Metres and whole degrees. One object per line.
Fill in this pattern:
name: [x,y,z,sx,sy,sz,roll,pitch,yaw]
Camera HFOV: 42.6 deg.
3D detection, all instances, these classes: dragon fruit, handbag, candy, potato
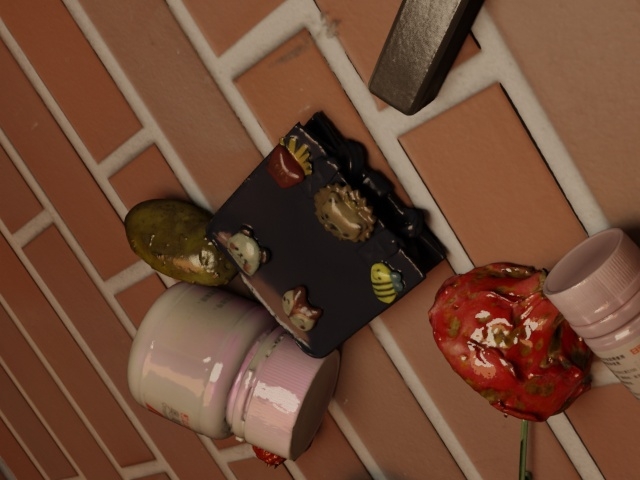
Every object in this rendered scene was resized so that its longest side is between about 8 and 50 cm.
dragon fruit: [0.281,0.123,1.149,0.262,0.134,0.211,39,125,13]
handbag: [0.000,0.000,1.301,0.303,0.122,0.329,49,134,3]
candy: [0.325,0.406,1.338,0.084,0.078,0.287,-3,115,6]
potato: [-0.246,0.003,1.474,0.251,0.149,0.113,19,137,22]

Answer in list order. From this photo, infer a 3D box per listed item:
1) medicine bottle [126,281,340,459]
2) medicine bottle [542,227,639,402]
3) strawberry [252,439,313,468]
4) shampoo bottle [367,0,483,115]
medicine bottle: [-0.151,0.234,1.472,0.325,0.256,0.256,20,129,15]
medicine bottle: [0.406,0.114,1.022,0.249,0.133,0.133,47,136,-5]
strawberry: [-0.080,0.357,1.592,0.131,0.131,0.148,7,119,35]
shampoo bottle: [0.144,-0.278,1.033,0.079,0.080,0.246,36,134,13]
